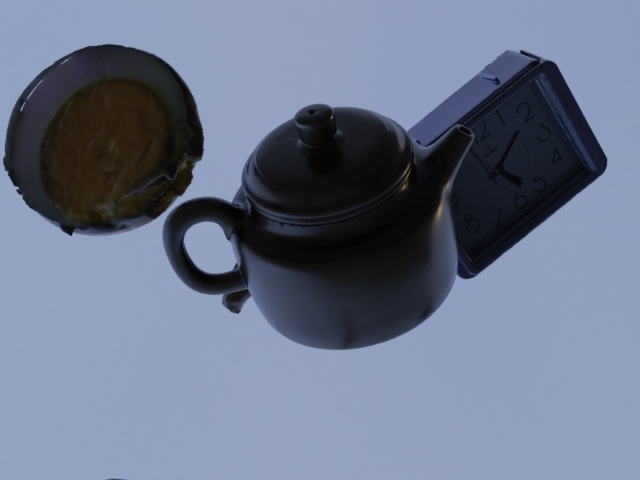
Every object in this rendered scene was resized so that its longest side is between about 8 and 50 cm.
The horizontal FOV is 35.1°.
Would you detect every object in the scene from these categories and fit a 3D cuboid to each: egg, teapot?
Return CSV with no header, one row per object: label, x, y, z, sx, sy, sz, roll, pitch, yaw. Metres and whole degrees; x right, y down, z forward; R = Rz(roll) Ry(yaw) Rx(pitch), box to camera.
egg,-0.279,-0.131,1.426,0.286,0.174,0.264,-18,-103,17
teapot,0.000,-0.029,0.828,0.267,0.175,0.185,-16,-144,0

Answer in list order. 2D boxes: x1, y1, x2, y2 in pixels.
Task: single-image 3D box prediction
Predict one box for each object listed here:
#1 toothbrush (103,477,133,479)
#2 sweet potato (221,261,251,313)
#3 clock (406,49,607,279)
toothbrush,-0.068,0.335,1.264,0.418,0.040,0.042,9,-113,-12
sweet potato,-0.002,-0.010,1.089,0.255,0.058,0.078,-27,-106,-4
clock,0.166,-0.076,0.989,0.193,0.073,0.145,-39,-64,-3
